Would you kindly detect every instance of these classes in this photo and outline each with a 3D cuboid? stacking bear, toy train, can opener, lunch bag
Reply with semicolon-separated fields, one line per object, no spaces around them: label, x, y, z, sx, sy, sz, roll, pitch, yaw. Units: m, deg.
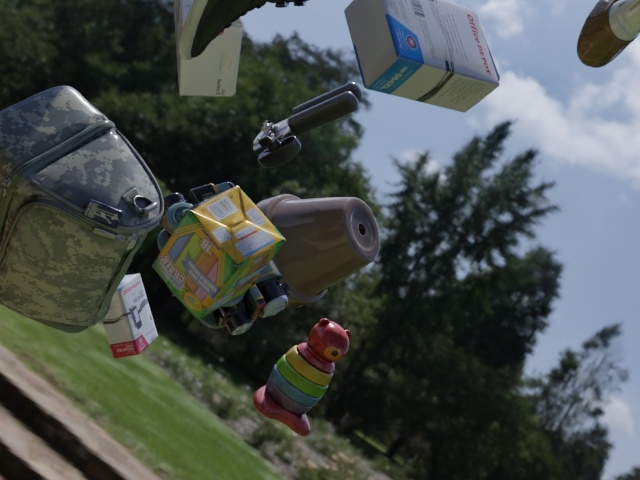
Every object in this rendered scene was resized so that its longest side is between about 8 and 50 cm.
stacking bear;-0.032;0.342;2.512;0.175;0.289;0.164;32;10;-20
toy train;-0.198;0.031;1.929;0.334;0.190;0.142;57;-32;19
can opener;-0.028;-0.245;1.984;0.280;0.074;0.093;-25;-60;32
lunch bag;-0.371;-0.031;1.356;0.256;0.212;0.305;42;-46;5

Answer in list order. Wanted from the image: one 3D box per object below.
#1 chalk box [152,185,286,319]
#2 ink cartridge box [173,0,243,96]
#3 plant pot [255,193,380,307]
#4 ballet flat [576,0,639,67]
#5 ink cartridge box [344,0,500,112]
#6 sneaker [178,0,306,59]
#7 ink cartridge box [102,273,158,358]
chalk box;-0.184;0.036;1.607;0.132;0.132;0.213;47;-47;10
ink cartridge box;-0.225;-0.446;1.851;0.114;0.273;0.198;-1;-35;-11
plant pot;0.000;0.000;2.113;0.229;0.263;0.263;-18;-40;32
ballet flat;0.668;-0.495;1.976;0.116;0.342;0.124;51;-23;-12
ink cartridge box;0.151;-0.284;1.392;0.203;0.148;0.086;8;-32;-36
sneaker;-0.093;-0.328;1.276;0.146;0.105;0.296;19;-38;-16
ink cartridge box;-0.409;0.157;1.990;0.063;0.151;0.109;-10;13;16
